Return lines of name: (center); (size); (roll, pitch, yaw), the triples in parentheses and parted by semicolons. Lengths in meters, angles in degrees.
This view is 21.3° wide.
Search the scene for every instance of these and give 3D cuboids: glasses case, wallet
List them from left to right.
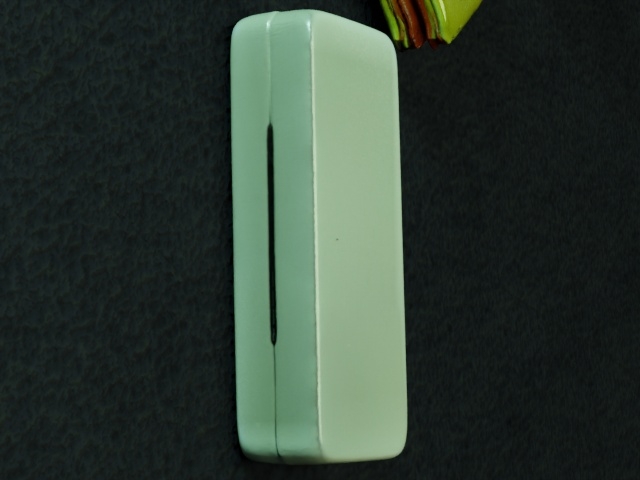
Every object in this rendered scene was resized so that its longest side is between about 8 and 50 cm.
glasses case: (0.000, 0.000, 1.205); (0.131, 0.070, 0.313); (7, 80, -59)
wallet: (0.095, -0.264, 1.418); (0.141, 0.067, 0.241); (67, 31, -21)
